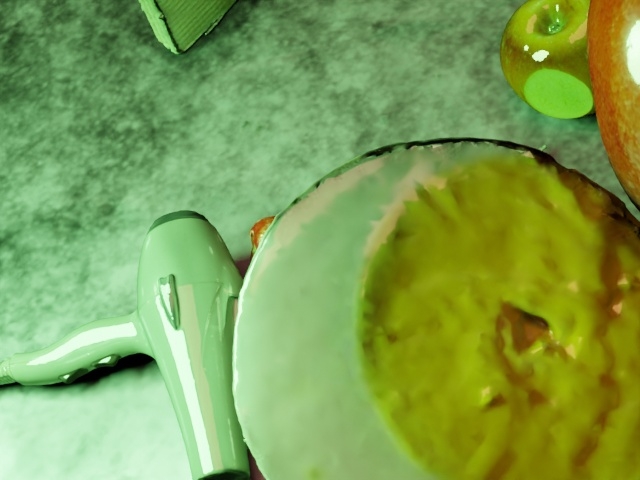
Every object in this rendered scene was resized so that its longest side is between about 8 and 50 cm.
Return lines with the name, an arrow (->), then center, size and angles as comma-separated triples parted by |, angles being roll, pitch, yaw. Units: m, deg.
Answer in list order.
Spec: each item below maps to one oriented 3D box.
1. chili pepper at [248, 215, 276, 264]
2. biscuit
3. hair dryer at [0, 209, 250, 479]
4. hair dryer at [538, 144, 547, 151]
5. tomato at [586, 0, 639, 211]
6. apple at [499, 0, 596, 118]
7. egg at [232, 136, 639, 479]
chili pepper -> 0.000, 0.000, 1.313 | 0.123, 0.073, 0.070 | -19, 10, 1
biscuit -> -0.128, -0.272, 1.464 | 0.040, 0.199, 0.121 | 30, 68, 30
hair dryer -> -0.154, 0.128, 1.282 | 0.267, 0.092, 0.229 | -37, 58, 7
hair dryer -> 0.154, -0.035, 1.314 | 0.063, 0.038, 0.124 | 27, 60, 30
tomato -> 0.336, -0.116, 1.069 | 0.293, 0.290, 0.325 | 8, 15, 41
apple -> 0.207, -0.162, 1.340 | 0.114, 0.102, 0.099 | 9, 60, 24
egg -> 0.098, 0.098, 1.120 | 0.337, 0.201, 0.337 | 1, 82, -5
